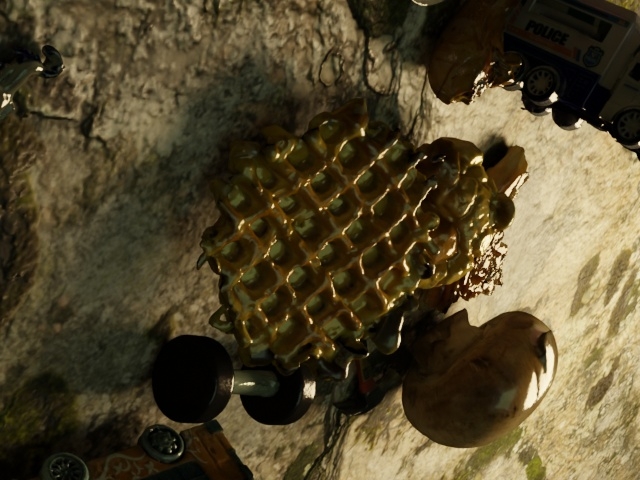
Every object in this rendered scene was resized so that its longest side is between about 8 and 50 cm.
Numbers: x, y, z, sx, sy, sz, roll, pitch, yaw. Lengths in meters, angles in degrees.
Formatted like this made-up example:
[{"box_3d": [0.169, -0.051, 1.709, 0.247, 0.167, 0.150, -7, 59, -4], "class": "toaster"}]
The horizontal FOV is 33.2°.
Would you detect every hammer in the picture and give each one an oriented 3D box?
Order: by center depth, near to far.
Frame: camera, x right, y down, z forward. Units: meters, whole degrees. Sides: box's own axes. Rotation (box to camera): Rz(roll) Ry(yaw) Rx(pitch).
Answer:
[{"box_3d": [0.052, 0.140, 1.457, 0.111, 0.033, 0.287, -38, 141, -23], "class": "hammer"}]

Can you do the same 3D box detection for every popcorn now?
[{"box_3d": [0.145, -0.033, 1.334, 0.163, 0.140, 0.194, 9, 102, -37], "class": "popcorn"}]

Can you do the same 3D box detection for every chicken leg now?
[{"box_3d": [0.203, -0.250, 1.262, 0.207, 0.101, 0.085, -63, 176, -4], "class": "chicken leg"}]

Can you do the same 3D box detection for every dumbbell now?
[{"box_3d": [-0.098, 0.163, 1.243, 0.191, 0.100, 0.100, 15, 107, -52], "class": "dumbbell"}]

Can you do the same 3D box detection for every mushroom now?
[{"box_3d": [0.231, 0.188, 1.552, 0.255, 0.184, 0.255, -32, 171, -6], "class": "mushroom"}]

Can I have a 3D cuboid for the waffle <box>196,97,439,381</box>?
[{"box_3d": [0.000, 0.011, 1.178, 0.329, 0.062, 0.329, -11, 113, -27], "class": "waffle"}]

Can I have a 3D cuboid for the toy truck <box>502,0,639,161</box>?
[{"box_3d": [0.343, -0.205, 1.304, 0.124, 0.268, 0.155, 22, 99, -55], "class": "toy truck"}]

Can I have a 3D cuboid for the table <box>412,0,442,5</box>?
[{"box_3d": [0.117, -0.320, 1.138, 0.133, 0.043, 0.133, -29, 138, -31], "class": "table"}]

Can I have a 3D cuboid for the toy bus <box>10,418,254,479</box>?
[{"box_3d": [-0.201, 0.310, 1.164, 0.275, 0.167, 0.138, -11, 142, -46], "class": "toy bus"}]

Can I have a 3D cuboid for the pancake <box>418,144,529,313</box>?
[{"box_3d": [0.241, 0.013, 1.547, 0.266, 0.057, 0.244, -51, 145, -5], "class": "pancake"}]

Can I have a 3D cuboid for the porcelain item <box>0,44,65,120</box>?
[{"box_3d": [-0.274, -0.125, 0.864, 0.136, 0.021, 0.075, -45, 144, -13], "class": "porcelain item"}]
